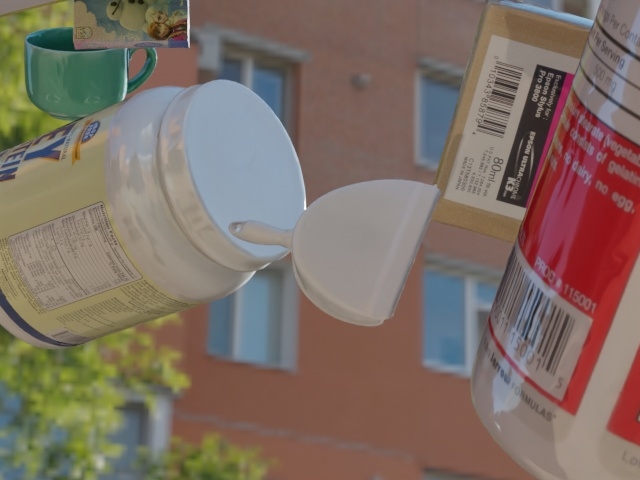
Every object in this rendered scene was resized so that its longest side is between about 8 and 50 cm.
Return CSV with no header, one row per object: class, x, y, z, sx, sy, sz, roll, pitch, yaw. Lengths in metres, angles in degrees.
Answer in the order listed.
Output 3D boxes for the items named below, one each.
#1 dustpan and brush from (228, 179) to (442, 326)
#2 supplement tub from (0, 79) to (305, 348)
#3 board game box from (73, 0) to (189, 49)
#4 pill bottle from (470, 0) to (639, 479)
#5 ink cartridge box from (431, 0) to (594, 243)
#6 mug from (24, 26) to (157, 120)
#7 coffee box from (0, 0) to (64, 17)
dustpan and brush,0.000,0.000,1.699,0.211,0.147,0.060,14,-21,22
supplement tub,-0.203,-0.029,1.963,0.325,0.235,0.235,-19,-30,33
board game box,-0.148,-0.195,1.422,0.090,0.090,0.020,-2,-15,-1
pill bottle,0.246,-0.054,0.985,0.229,0.229,0.407,10,-68,-19
ink cartridge box,0.229,-0.111,1.840,0.193,0.234,0.088,15,14,2
mug,-0.294,-0.206,2.289,0.158,0.097,0.129,5,20,6
coffee box,-0.237,-0.380,1.328,0.338,0.334,0.338,-22,35,-35
